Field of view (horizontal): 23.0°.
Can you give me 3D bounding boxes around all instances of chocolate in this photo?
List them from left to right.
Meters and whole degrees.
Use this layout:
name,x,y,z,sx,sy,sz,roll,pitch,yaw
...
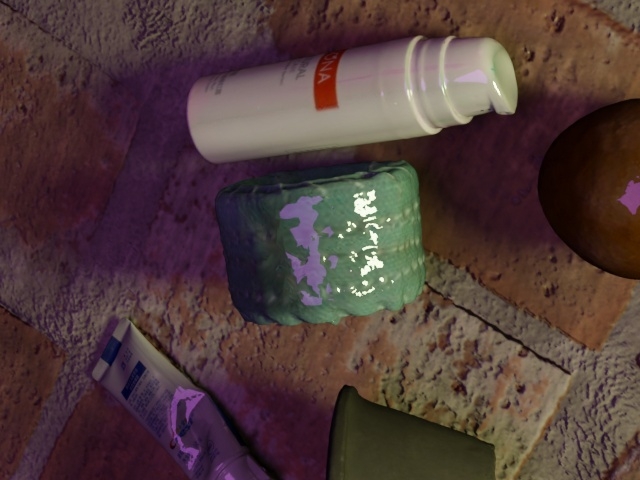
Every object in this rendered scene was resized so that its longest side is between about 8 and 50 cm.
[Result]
name,x,y,z,sx,sy,sz,roll,pitch,yaw
chocolate,0.277,-0.051,1.442,0.177,0.177,0.176,6,102,27

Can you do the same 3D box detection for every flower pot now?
name,x,y,z,sx,sy,sz,roll,pitch,yaw
flower pot,0.093,0.278,1.575,0.166,0.269,0.269,-1,100,7

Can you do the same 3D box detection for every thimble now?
name,x,y,z,sx,sy,sz,roll,pitch,yaw
thimble,0.000,0.000,1.582,0.235,0.198,0.143,8,107,61

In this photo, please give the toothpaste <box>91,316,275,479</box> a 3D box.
name,x,y,z,sx,sy,sz,roll,pitch,yaw
toothpaste,-0.157,0.204,1.787,0.266,0.061,0.096,42,117,23

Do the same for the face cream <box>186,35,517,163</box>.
name,x,y,z,sx,sy,sz,roll,pitch,yaw
face cream,0.031,-0.144,1.586,0.346,0.102,0.102,-8,96,29
